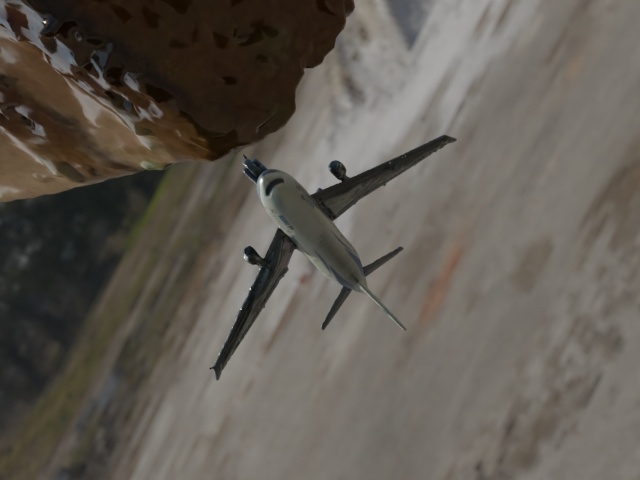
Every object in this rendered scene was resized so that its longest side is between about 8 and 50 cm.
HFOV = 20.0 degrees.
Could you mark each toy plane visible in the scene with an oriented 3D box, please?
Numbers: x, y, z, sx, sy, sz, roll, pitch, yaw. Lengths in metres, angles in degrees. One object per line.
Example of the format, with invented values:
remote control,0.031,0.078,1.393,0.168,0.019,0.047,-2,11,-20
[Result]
toy plane,-0.001,-0.001,1.163,0.226,0.058,0.226,-45,-35,-2

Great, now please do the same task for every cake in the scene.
cake,-0.139,-0.130,0.776,0.293,0.198,0.196,-14,52,49
